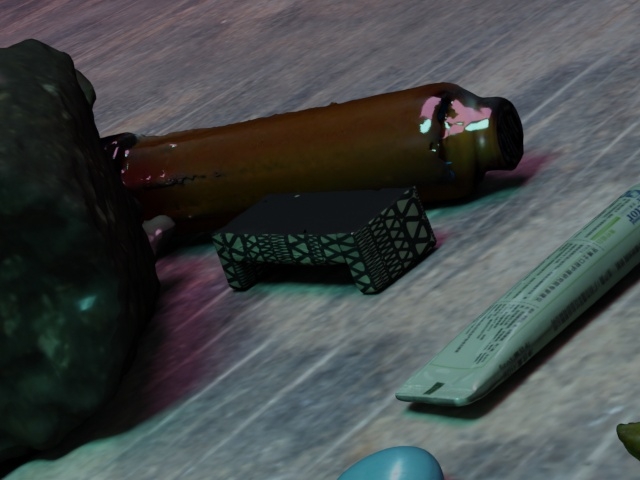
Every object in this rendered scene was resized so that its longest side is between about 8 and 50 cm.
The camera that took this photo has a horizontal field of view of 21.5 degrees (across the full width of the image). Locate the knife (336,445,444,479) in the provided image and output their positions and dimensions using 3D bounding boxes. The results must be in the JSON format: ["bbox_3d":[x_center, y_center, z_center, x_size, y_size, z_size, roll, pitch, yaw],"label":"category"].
[{"bbox_3d":[0.022,0.124,0.571,0.064,0.031,0.222,-21,14,9],"label":"knife"}]

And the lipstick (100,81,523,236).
[{"bbox_3d":[-0.072,-0.038,1.056,0.418,0.077,0.077,-7,22,31],"label":"lipstick"}]

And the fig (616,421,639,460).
[{"bbox_3d":[0.146,0.071,0.478,0.155,0.103,0.109,7,9,39],"label":"fig"}]

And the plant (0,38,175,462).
[{"bbox_3d":[-0.187,-0.006,0.905,0.199,0.188,0.276,-18,19,-1],"label":"plant"}]

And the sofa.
[{"bbox_3d":[0.000,0.000,0.932,0.118,0.039,0.060,-2,25,46],"label":"sofa"}]

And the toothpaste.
[{"bbox_3d":[0.111,0.021,0.774,0.197,0.029,0.048,-36,21,-33],"label":"toothpaste"}]
